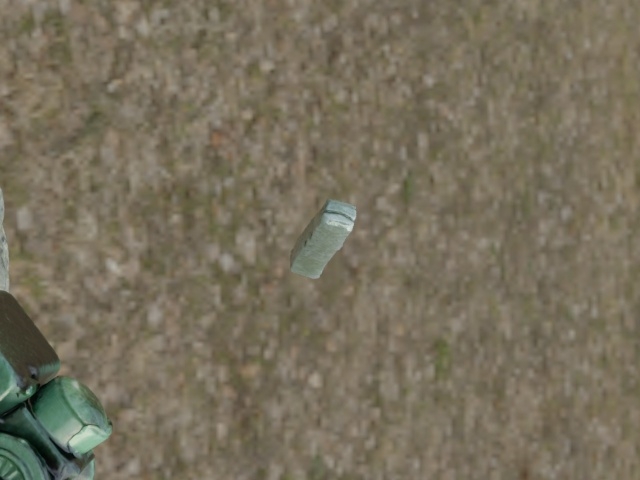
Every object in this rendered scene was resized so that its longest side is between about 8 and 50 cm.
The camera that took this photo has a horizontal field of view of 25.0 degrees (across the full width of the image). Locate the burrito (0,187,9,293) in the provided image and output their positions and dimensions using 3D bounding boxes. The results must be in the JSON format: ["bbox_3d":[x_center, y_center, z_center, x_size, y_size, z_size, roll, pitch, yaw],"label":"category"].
[{"bbox_3d":[-0.368,0.023,1.622,0.045,0.041,0.185,-20,112,-53],"label":"burrito"}]

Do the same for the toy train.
[{"bbox_3d":[-0.329,0.182,1.207,0.238,0.299,0.167,53,5,4],"label":"toy train"}]

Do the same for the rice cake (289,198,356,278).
[{"bbox_3d":[0.001,0.000,1.275,0.171,0.033,0.029,125,-22,-70],"label":"rice cake"}]
